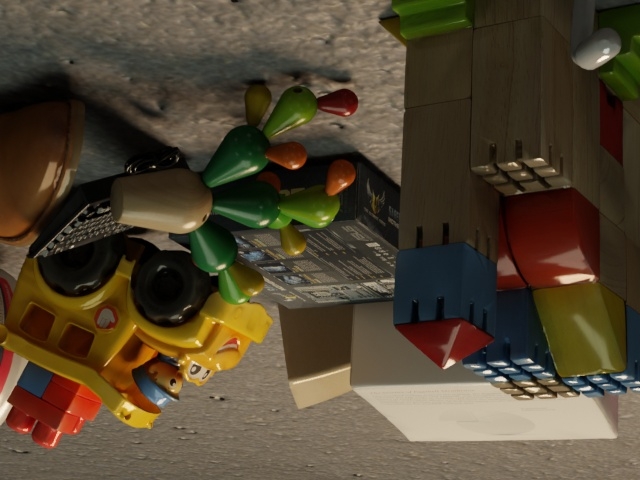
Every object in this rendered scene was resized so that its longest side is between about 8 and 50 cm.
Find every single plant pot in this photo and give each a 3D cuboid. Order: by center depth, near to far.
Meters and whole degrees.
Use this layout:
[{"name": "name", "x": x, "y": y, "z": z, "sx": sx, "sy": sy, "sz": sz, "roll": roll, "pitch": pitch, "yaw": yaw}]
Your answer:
[{"name": "plant pot", "x": 0.012, "y": 0.103, "z": 1.766, "sx": 0.096, "sy": 0.109, "sz": 0.109, "roll": -9, "pitch": 160, "yaw": 1}]

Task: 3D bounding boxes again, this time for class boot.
[{"name": "boot", "x": -0.327, "y": -0.075, "z": 1.337, "sx": 0.220, "sy": 0.109, "sz": 0.283, "roll": 21, "pitch": 162, "yaw": -31}]

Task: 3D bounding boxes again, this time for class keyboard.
[{"name": "keyboard", "x": -0.156, "y": -0.033, "z": 1.362, "sx": 0.108, "sy": 0.023, "sz": 0.180, "roll": -48, "pitch": 172, "yaw": 21}]

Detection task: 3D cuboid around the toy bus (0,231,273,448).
[{"name": "toy bus", "x": -0.184, "y": 0.097, "z": 1.538, "sx": 0.220, "sy": 0.211, "sz": 0.149, "roll": 22, "pitch": 172, "yaw": 21}]

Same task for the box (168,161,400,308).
[{"name": "box", "x": 0.000, "y": 0.000, "z": 1.526, "sx": 0.183, "sy": 0.059, "sz": 0.232, "roll": -6, "pitch": 159, "yaw": 26}]

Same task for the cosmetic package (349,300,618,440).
[{"name": "cosmetic package", "x": 0.168, "y": 0.107, "z": 1.686, "sx": 0.224, "sy": 0.138, "sz": 0.225, "roll": -3, "pitch": 161, "yaw": 17}]

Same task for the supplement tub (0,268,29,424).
[{"name": "supplement tub", "x": -0.434, "y": 0.087, "z": 1.651, "sx": 0.191, "sy": 0.191, "sz": 0.272, "roll": -15, "pitch": 154, "yaw": 42}]

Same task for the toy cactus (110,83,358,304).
[{"name": "toy cactus", "x": -0.072, "y": -0.039, "z": 1.316, "sx": 0.180, "sy": 0.112, "sz": 0.219, "roll": 1, "pitch": 144, "yaw": -25}]

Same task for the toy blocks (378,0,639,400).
[{"name": "toy blocks", "x": 0.161, "y": -0.011, "z": 1.163, "sx": 0.191, "sy": 0.261, "sz": 0.381, "roll": -8, "pitch": 158, "yaw": 29}]

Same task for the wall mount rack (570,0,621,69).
[{"name": "wall mount rack", "x": 0.293, "y": -0.160, "z": 0.876, "sx": 0.350, "sy": 0.130, "sz": 0.304, "roll": 16, "pitch": 153, "yaw": -15}]
